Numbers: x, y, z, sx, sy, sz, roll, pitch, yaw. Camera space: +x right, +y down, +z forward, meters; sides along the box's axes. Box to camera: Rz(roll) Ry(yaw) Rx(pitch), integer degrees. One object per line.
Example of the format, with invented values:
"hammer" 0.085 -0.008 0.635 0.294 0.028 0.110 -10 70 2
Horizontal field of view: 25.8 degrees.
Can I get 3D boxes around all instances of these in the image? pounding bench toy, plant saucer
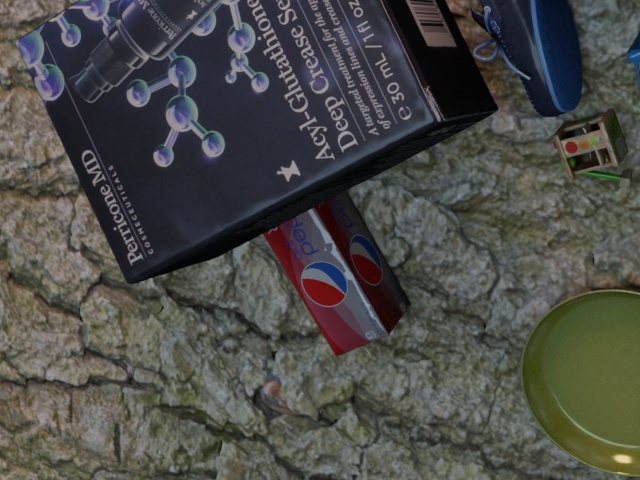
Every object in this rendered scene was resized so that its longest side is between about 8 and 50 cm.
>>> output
"pounding bench toy" 0.296 -0.090 1.522 0.065 0.052 0.083 -15 105 29
"plant saucer" 0.352 0.160 1.617 0.241 0.037 0.241 10 116 21

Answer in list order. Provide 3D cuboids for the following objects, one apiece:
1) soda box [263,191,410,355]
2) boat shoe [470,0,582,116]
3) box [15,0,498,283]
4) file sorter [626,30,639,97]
"soda box" 0.000 0.000 1.673 0.083 0.092 0.263 -25 100 31
"boat shoe" 0.204 -0.252 1.479 0.089 0.109 0.258 -17 88 37
"box" -0.067 -0.174 1.479 0.395 0.212 0.293 -27 87 24
"file sorter" 0.384 -0.171 1.379 0.118 0.170 0.104 -3 114 26
